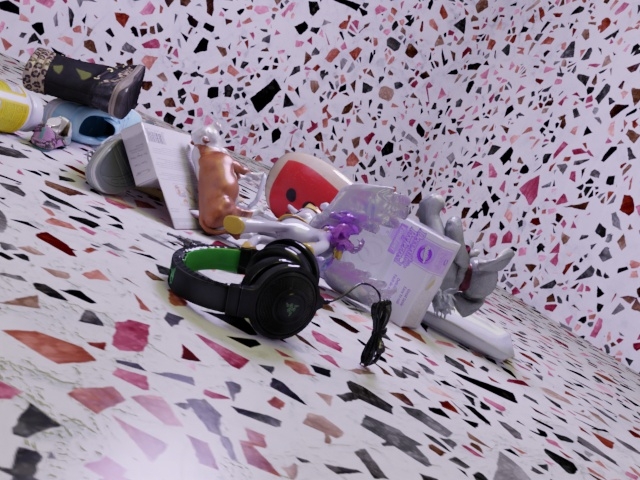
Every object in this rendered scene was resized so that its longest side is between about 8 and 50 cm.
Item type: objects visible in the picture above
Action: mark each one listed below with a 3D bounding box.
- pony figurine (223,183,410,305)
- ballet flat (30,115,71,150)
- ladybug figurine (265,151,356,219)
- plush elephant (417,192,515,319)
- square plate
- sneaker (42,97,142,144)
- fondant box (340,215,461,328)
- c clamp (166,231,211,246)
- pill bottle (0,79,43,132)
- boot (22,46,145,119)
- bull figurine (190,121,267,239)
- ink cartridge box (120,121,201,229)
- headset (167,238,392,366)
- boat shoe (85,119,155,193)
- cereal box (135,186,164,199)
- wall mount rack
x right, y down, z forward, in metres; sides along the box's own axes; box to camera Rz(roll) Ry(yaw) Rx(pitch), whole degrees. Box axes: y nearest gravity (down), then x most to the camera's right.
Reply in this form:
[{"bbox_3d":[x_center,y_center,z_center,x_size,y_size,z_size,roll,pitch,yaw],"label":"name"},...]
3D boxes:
[{"bbox_3d":[0.000,0.000,1.695,0.351,0.303,0.363,20,21,23],"label":"pony figurine"},{"bbox_3d":[-0.670,-0.274,1.849,0.076,0.079,0.221,26,8,-9],"label":"ballet flat"},{"bbox_3d":[-0.008,-0.096,2.232,0.449,0.162,0.305,31,-34,32],"label":"ladybug figurine"},{"bbox_3d":[0.363,0.066,1.954,0.255,0.272,0.330,5,47,-30],"label":"plush elephant"},{"bbox_3d":[0.367,0.222,2.034,0.347,0.049,0.344,28,8,10],"label":"square plate"},{"bbox_3d":[-0.635,-0.330,2.161,0.150,0.135,0.366,31,21,22],"label":"sneaker"},{"bbox_3d":[0.156,0.039,1.862,0.330,0.238,0.096,32,10,34],"label":"fondant box"},{"bbox_3d":[-0.230,0.029,1.536,0.160,0.022,0.137,26,3,13],"label":"c clamp"},{"bbox_3d":[-0.757,-0.316,1.710,0.119,0.119,0.208,29,8,17],"label":"pill bottle"},{"bbox_3d":[-0.663,-0.461,2.094,0.284,0.138,0.377,15,23,-10],"label":"boot"},{"bbox_3d":[-0.235,-0.142,1.809,0.188,0.310,0.101,12,-30,-29],"label":"bull figurine"},{"bbox_3d":[-0.350,-0.140,1.784,0.296,0.066,0.261,-2,74,-74],"label":"ink cartridge box"},{"bbox_3d":[-0.071,0.107,1.281,0.394,0.185,0.243,10,14,-3],"label":"headset"},{"bbox_3d":[-0.479,-0.196,1.742,0.103,0.118,0.320,-12,28,17],"label":"boat shoe"},{"bbox_3d":[-0.480,-0.179,1.938,0.173,0.047,0.240,21,10,-23],"label":"cereal box"},{"bbox_3d":[-0.137,-0.066,2.062,0.350,0.131,0.304,24,-24,-21],"label":"wall mount rack"}]
